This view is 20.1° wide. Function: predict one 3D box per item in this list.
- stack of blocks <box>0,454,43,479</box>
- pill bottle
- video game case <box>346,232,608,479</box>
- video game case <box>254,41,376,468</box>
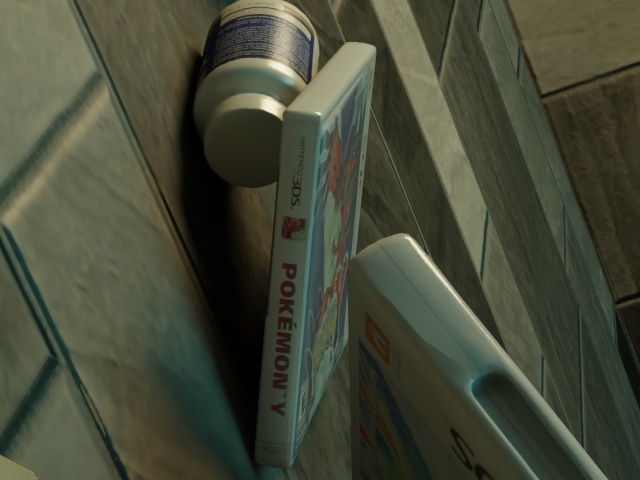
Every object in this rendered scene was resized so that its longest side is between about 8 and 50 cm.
[{"bbox_3d":[-0.075,0.168,0.482,0.297,0.087,0.171,47,28,-59],"label":"stack of blocks"},{"bbox_3d":[-0.035,-0.081,0.995,0.120,0.067,0.067,-87,155,-57],"label":"pill bottle"},{"bbox_3d":[0.103,0.198,0.786,0.300,0.036,0.329,52,-20,32],"label":"video game case"},{"bbox_3d":[0.000,0.000,0.965,0.201,0.023,0.183,-58,155,-72],"label":"video game case"}]
